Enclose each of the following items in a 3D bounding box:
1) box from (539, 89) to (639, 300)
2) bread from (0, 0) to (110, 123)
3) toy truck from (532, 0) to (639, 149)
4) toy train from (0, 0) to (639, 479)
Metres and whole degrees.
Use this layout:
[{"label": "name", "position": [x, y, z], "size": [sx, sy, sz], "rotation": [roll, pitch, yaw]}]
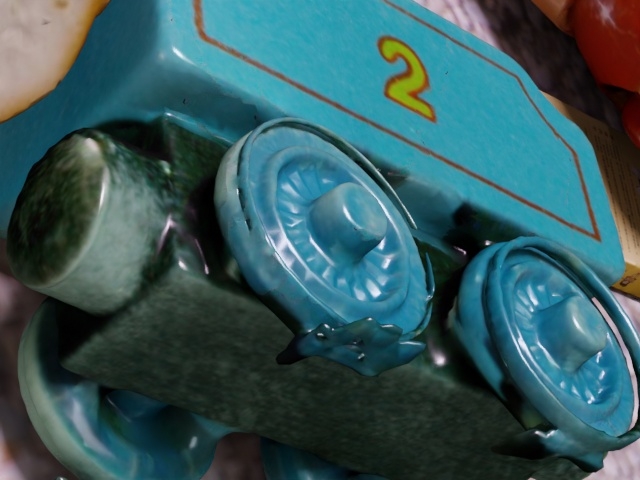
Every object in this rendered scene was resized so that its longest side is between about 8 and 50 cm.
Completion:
[{"label": "box", "position": [0.091, -0.027, 0.651], "size": [0.149, 0.020, 0.073], "rotation": [22, 49, -37]}, {"label": "bread", "position": [-0.134, -0.118, 0.316], "size": [0.236, 0.236, 0.070], "rotation": [25, 11, -35]}, {"label": "toy truck", "position": [0.177, -0.144, 0.702], "size": [0.239, 0.189, 0.265], "rotation": [50, 22, 23]}, {"label": "toy train", "position": [0.000, 0.000, 0.462], "size": [0.203, 0.112, 0.163], "rotation": [26, 42, -37]}]
